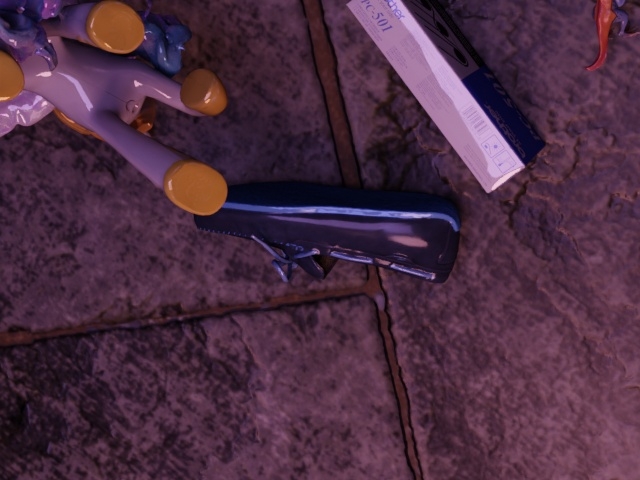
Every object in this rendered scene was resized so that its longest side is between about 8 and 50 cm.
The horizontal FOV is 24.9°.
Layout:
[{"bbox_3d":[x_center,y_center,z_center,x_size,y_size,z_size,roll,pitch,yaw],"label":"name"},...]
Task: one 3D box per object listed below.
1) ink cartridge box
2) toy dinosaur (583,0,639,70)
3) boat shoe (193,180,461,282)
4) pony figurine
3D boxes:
[{"bbox_3d":[0.114,-0.146,1.289,0.046,0.097,0.207,-36,91,24],"label":"ink cartridge box"},{"bbox_3d":[0.251,-0.203,1.239,0.047,0.090,0.082,8,152,28],"label":"toy dinosaur"},{"bbox_3d":[0.000,0.000,1.367,0.258,0.109,0.089,7,110,20],"label":"boat shoe"},{"bbox_3d":[-0.253,-0.156,1.242,0.351,0.363,0.303,29,88,-25],"label":"pony figurine"}]
